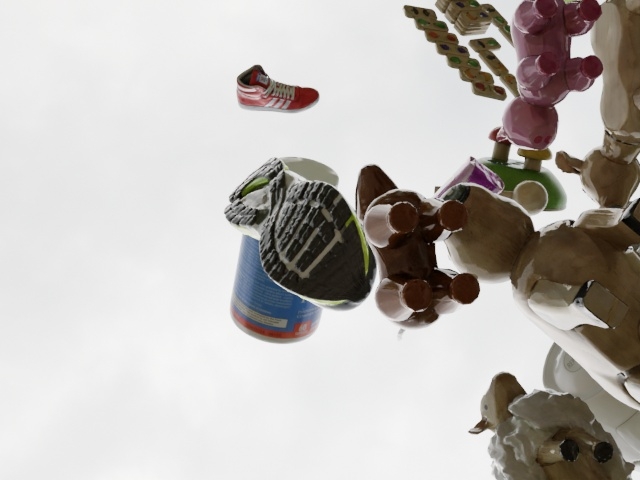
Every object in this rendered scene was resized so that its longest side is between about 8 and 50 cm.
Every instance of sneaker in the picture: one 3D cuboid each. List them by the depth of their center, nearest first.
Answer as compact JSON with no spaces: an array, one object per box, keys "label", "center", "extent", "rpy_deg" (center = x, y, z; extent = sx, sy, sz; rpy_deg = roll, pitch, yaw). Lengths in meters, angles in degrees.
[{"label":"sneaker","center":[0.000,0.000,1.015],"extent":[0.121,0.300,0.111],"rpy_deg":[37,-84,-27]},{"label":"sneaker","center":[-0.061,-0.213,1.366],"extent":[0.119,0.067,0.042],"rpy_deg":[-2,-120,2]}]

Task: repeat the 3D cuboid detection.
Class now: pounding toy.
[{"label":"pounding toy","center":[0.298,-0.116,1.528],"extent":[0.183,0.237,0.110],"rpy_deg":[14,-76,22]}]

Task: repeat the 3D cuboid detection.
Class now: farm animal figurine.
[{"label":"farm animal figurine","center":[0.180,-0.004,0.690],"extent":[0.330,0.172,0.326],"rpy_deg":[-37,-86,-16]}]

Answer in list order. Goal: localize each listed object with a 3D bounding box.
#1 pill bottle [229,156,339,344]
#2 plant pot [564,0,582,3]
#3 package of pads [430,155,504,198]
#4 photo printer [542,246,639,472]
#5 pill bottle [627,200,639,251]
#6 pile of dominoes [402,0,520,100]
[{"label":"pill bottle","center":[-0.042,0.011,1.246],"extent":[0.124,0.221,0.124],"rpy_deg":[9,-150,-5]},{"label":"plant pot","center":[0.249,-0.370,0.842],"extent":[0.228,0.207,0.227],"rpy_deg":[45,-101,-4]},{"label":"package of pads","center":[0.158,-0.047,1.079],"extent":[0.050,0.083,0.032],"rpy_deg":[37,-153,-9]},{"label":"photo printer","center":[0.379,0.096,0.941],"extent":[0.307,0.256,0.107],"rpy_deg":[-51,-147,15]},{"label":"pill bottle","center":[0.447,0.006,1.461],"extent":[0.078,0.078,0.137],"rpy_deg":[35,-126,12]},{"label":"pile of dominoes","center":[0.271,-0.323,1.579],"extent":[0.196,0.040,0.251],"rpy_deg":[-13,-125,-33]}]
